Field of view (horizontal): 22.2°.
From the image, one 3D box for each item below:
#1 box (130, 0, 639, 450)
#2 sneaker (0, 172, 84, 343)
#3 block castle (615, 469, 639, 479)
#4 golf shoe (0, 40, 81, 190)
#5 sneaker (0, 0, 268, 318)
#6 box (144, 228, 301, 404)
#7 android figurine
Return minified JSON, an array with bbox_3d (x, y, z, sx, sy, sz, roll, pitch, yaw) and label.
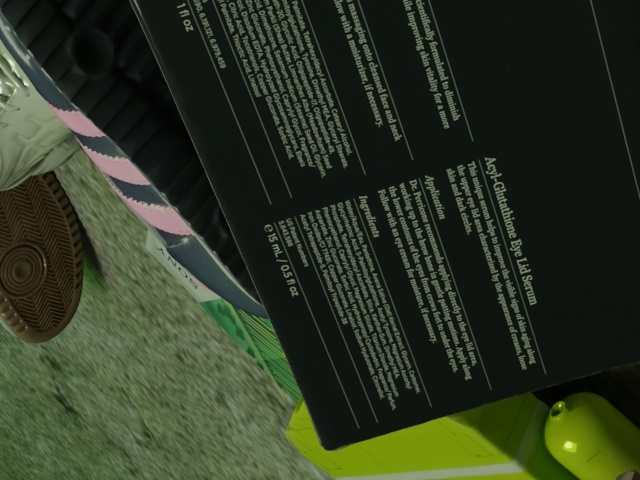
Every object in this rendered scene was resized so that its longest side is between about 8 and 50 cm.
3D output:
[{"bbox_3d":[0.046,-0.057,0.679,0.103,0.184,0.261,-92,-16,-55],"label":"box"},{"bbox_3d":[-0.303,-0.049,1.379,0.153,0.099,0.282,10,127,47],"label":"sneaker"},{"bbox_3d":[0.198,0.268,0.740,0.303,0.213,0.453,30,159,-3],"label":"block castle"},{"bbox_3d":[-0.225,-0.095,1.146,0.115,0.140,0.306,50,154,4],"label":"golf shoe"},{"bbox_3d":[-0.102,-0.084,0.843,0.131,0.112,0.319,10,138,58],"label":"sneaker"},{"bbox_3d":[0.000,0.000,0.999,0.232,0.058,0.322,45,155,11],"label":"box"},{"bbox_3d":[0.092,0.134,0.946,0.273,0.056,0.248,40,150,-20],"label":"android figurine"}]
